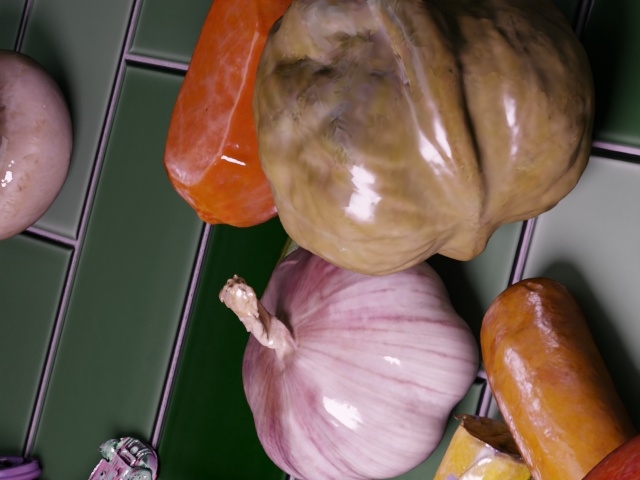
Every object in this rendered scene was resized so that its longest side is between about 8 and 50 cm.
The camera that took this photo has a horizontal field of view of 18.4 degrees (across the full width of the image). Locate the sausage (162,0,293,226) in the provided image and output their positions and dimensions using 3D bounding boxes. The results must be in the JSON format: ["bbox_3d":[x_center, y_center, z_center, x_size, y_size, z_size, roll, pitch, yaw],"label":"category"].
[{"bbox_3d":[-0.059,-0.141,1.961,0.153,0.141,0.268,21,94,48],"label":"sausage"}]

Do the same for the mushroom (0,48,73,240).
[{"bbox_3d":[-0.389,-0.111,2.285,0.226,0.178,0.226,-25,59,52],"label":"mushroom"}]

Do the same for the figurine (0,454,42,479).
[{"bbox_3d":[-0.366,0.313,2.204,0.114,0.126,0.157,93,178,-75],"label":"figurine"}]

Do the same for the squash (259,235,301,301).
[{"bbox_3d":[0.000,0.000,1.920,0.066,0.066,0.229,42,113,44],"label":"squash"}]

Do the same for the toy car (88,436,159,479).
[{"bbox_3d":[-0.223,0.275,2.100,0.069,0.055,0.142,37,94,45],"label":"toy car"}]

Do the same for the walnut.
[{"bbox_3d":[0.082,-0.115,1.701,0.277,0.282,0.253,66,147,36],"label":"walnut"}]

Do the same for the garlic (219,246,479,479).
[{"bbox_3d":[-0.003,0.092,1.769,0.245,0.253,0.245,-20,59,37],"label":"garlic"}]

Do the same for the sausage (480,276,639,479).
[{"bbox_3d":[0.205,0.145,1.636,0.109,0.109,0.270,-47,47,29],"label":"sausage"}]

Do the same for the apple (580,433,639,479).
[{"bbox_3d":[0.300,0.288,1.366,0.348,0.277,0.348,-11,75,47],"label":"apple"}]

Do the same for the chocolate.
[{"bbox_3d":[0.114,0.261,1.727,0.085,0.086,0.219,42,115,44],"label":"chocolate"}]
